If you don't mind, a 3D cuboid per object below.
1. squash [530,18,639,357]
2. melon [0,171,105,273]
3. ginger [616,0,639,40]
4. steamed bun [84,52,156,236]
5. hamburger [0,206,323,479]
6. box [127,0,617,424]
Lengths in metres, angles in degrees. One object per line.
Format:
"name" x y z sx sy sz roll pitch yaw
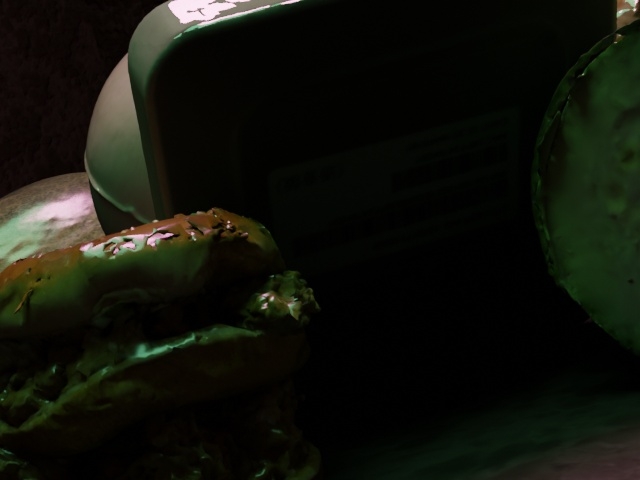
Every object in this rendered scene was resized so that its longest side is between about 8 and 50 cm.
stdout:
"squash" 0.344 -0.074 1.118 0.263 0.263 0.384 -11 8 35
"melon" -0.267 0.061 1.530 0.329 0.248 0.248 -22 8 -28
"ginger" 0.268 -0.082 1.457 0.256 0.176 0.375 -54 -18 -21
"steamed bun" -0.026 -0.064 1.380 0.374 0.334 0.334 16 7 -1
"hamburger" -0.107 0.098 0.997 0.260 0.211 0.245 -17 -1 32
"box" 0.056 -0.041 1.159 0.367 0.373 0.090 -17 35 -14
